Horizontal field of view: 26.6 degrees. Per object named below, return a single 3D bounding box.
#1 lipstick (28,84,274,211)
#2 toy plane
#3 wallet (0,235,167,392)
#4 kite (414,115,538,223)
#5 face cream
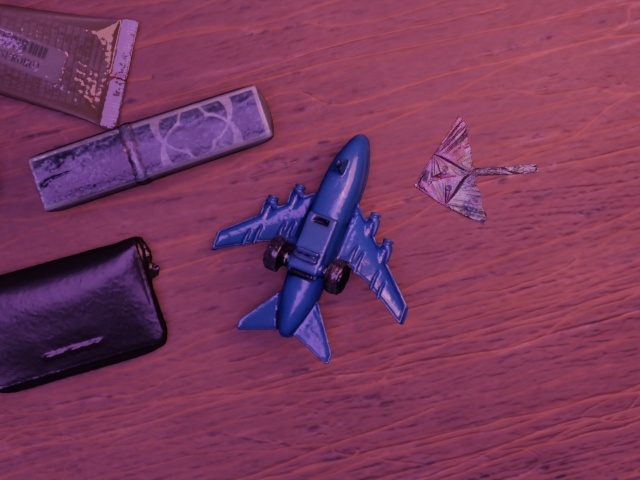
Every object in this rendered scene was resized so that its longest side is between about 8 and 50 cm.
[{"bbox_3d":[-0.198,-0.111,1.621,0.290,0.076,0.077,-19,91,-2],"label":"lipstick"},{"bbox_3d":[0.000,0.000,1.618,0.254,0.105,0.271,21,97,13],"label":"toy plane"},{"bbox_3d":[-0.308,0.093,1.648,0.250,0.044,0.149,-15,97,0],"label":"wallet"},{"bbox_3d":[0.189,-0.087,1.659,0.153,0.005,0.137,-14,94,0],"label":"kite"},{"bbox_3d":[-0.399,-0.234,1.619,0.341,0.084,0.137,12,95,-8],"label":"face cream"}]
